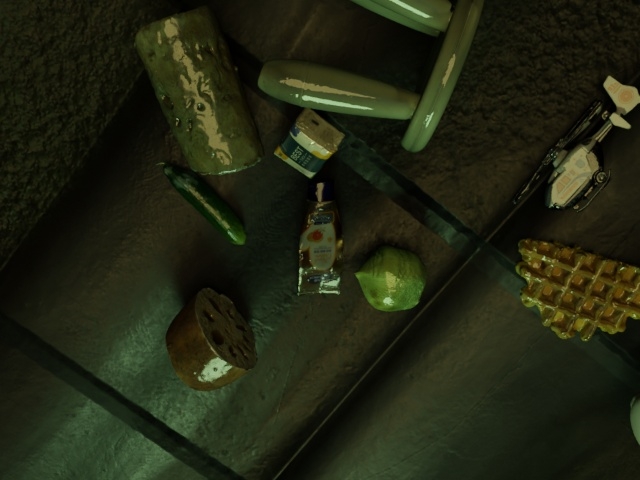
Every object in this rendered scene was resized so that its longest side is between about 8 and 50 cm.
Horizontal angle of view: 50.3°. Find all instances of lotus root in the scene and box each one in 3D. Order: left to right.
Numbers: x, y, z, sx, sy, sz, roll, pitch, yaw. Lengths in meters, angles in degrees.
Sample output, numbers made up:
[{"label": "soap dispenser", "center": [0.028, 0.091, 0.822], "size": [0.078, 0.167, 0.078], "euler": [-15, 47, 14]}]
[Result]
[{"label": "lotus root", "center": [-0.148, 0.131, 0.900], "size": [0.081, 0.122, 0.112], "euler": [-29, 127, 16]}]

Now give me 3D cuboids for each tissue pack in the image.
[{"label": "tissue pack", "center": [-0.015, -0.119, 0.845], "size": [0.062, 0.083, 0.042], "euler": [34, 64, -8]}]

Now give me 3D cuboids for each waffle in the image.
[{"label": "waffle", "center": [0.359, 0.052, 0.898], "size": [0.192, 0.046, 0.161], "euler": [-16, 104, 5]}]

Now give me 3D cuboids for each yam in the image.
[{"label": "yam", "center": [-0.142, -0.175, 0.823], "size": [0.107, 0.107, 0.194], "euler": [-19, 104, 7]}]

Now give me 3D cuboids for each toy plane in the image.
[{"label": "toy plane", "center": [0.331, -0.106, 0.855], "size": [0.078, 0.053, 0.197], "euler": [35, 108, 2]}]

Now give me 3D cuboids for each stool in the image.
[{"label": "stool", "center": [0.057, -0.220, 0.766], "size": [0.198, 0.195, 0.195], "euler": [20, 105, 2]}]

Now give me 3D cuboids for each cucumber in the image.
[{"label": "cucumber", "center": [-0.151, -0.052, 0.892], "size": [0.037, 0.037, 0.155], "euler": [-43, 100, 12]}]

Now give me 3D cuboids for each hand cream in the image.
[{"label": "hand cream", "center": [0.000, 0.000, 0.902], "size": [0.062, 0.039, 0.163], "euler": [-4, 108, -14]}]

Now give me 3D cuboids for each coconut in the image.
[{"label": "coconut", "center": [0.091, 0.050, 0.889], "size": [0.096, 0.088, 0.088], "euler": [6, 105, -5]}]

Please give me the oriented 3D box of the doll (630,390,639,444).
[{"label": "doll", "center": [0.510, 0.182, 0.858], "size": [0.251, 0.221, 0.221], "euler": [-10, 106, -23]}]
